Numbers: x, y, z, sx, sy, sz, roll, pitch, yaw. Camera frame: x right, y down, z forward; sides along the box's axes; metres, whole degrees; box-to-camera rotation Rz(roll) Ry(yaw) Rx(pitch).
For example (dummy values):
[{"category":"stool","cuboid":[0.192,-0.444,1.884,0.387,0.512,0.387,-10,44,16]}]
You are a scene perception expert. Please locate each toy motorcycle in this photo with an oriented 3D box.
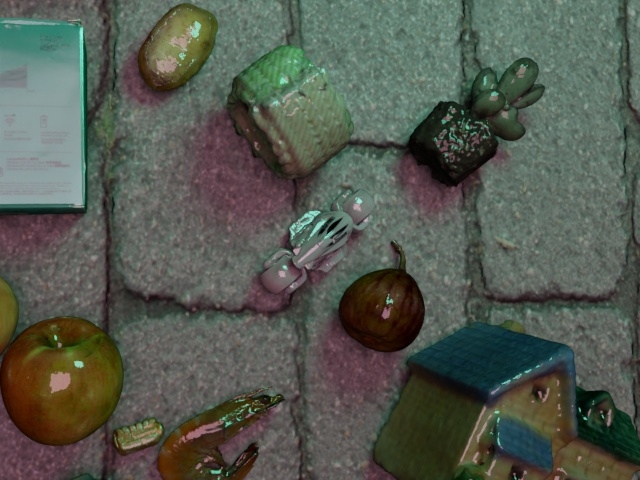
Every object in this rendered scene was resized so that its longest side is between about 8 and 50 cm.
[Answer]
[{"category":"toy motorcycle","cuboid":[0.000,0.000,1.499,0.254,0.112,0.112,-41,95,-13]}]

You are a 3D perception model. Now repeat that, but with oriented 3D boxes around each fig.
[{"category":"fig","cuboid":[0.122,0.117,1.506,0.202,0.148,0.149,-27,131,-44]}]

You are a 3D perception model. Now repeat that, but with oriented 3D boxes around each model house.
[{"category":"model house","cuboid":[0.357,0.334,1.448,0.382,0.334,0.343,31,82,-19]}]

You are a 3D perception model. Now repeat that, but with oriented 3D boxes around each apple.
[{"category":"apple","cuboid":[-0.409,0.225,1.351,0.196,0.196,0.196,1,86,-12]}]

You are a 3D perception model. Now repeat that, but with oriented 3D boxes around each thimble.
[{"category":"thimble","cuboid":[-0.055,-0.215,1.446,0.150,0.219,0.219,-38,94,-12]}]

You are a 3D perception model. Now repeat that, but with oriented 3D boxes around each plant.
[{"category":"plant","cuboid":[0.296,-0.223,1.561,0.274,0.146,0.149,-40,92,-13]}]

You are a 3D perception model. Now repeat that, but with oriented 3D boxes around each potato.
[{"category":"potato","cuboid":[-0.249,-0.335,1.483,0.107,0.080,0.170,32,83,-16]}]

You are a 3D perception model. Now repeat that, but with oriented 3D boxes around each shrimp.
[{"category":"shrimp","cuboid":[-0.162,0.345,1.464,0.248,0.068,0.150,-38,107,-7]}]

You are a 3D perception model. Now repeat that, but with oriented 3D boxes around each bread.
[{"category":"bread","cuboid":[-0.308,0.331,1.444,0.088,0.034,0.049,-19,76,-17]}]

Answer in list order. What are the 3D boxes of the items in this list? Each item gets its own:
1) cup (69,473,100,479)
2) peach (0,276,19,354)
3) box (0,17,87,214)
[{"category":"cup","cuboid":[-0.372,0.458,1.361,0.199,0.199,0.150,-31,74,-13]},{"category":"peach","cuboid":[-0.563,0.122,1.327,0.184,0.184,0.184,1,86,-12]},{"category":"box","cuboid":[-0.487,-0.198,1.400,0.205,0.118,0.311,-2,87,-15]}]
